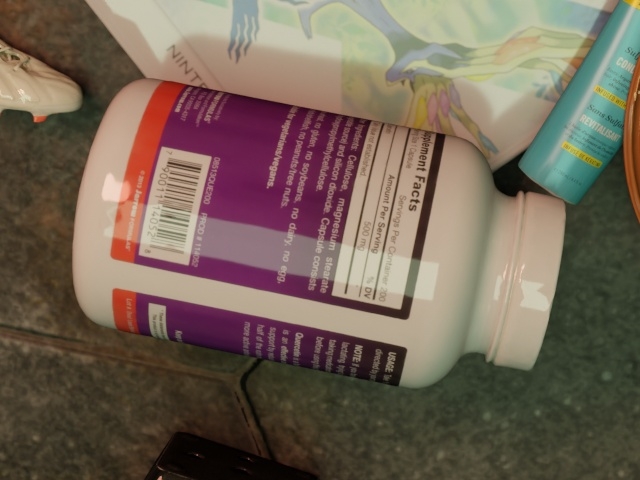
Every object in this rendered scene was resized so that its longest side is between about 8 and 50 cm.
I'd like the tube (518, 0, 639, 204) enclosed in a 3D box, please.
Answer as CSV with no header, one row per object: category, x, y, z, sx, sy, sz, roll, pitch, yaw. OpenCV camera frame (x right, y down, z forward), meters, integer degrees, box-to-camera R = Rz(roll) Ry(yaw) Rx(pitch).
tube,0.219,-0.123,1.050,0.080,0.052,0.207,26,107,-22

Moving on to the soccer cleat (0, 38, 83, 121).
soccer cleat,-0.273,-0.144,1.125,0.196,0.068,0.076,16,106,4

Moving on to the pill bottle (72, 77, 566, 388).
pill bottle,0.000,0.000,1.042,0.323,0.181,0.181,11,108,3

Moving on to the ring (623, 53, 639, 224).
ring,0.381,-0.084,1.047,0.337,0.032,0.336,-2,109,-7

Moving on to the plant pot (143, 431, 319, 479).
plant pot,-0.088,0.259,1.177,0.187,0.188,0.167,18,97,1

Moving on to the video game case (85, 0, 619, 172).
video game case,0.037,-0.166,1.097,0.329,0.036,0.300,-35,101,15
